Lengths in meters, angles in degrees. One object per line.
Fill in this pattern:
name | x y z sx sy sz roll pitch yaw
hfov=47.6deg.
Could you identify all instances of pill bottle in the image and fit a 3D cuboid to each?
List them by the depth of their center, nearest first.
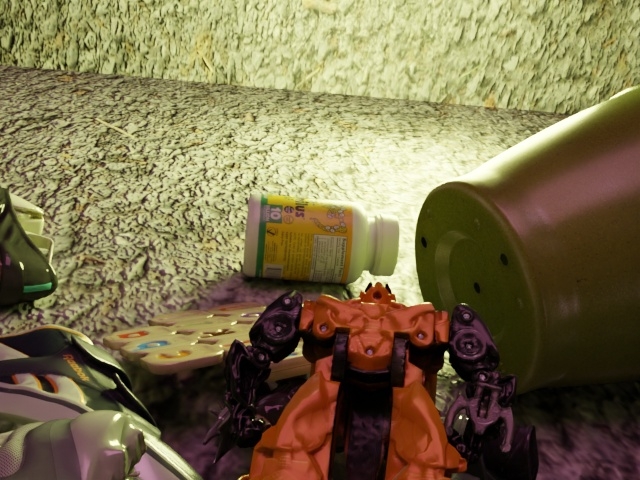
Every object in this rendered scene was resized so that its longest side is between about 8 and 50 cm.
pill bottle | 0.000 0.000 1.013 0.208 0.117 0.117 5 21 -5

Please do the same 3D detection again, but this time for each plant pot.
plant pot | 0.312 0.010 0.824 0.353 0.366 0.366 -14 27 -19

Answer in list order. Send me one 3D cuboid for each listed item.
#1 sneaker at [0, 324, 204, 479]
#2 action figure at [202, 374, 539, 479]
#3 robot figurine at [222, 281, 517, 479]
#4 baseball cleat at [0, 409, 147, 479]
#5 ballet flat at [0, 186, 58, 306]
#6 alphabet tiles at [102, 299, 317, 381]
sneaker | -0.193 0.145 0.576 0.321 0.126 0.127 15 29 26
action figure | 0.027 0.179 0.607 0.285 0.099 0.185 13 29 26
robot figurine | 0.025 0.156 0.495 0.211 0.085 0.291 5 49 8
baseball cleat | -0.141 0.147 0.308 0.109 0.072 0.206 -4 17 3
ballet flat | -0.407 -0.001 0.950 0.096 0.095 0.280 3 30 -36
alphabet tiles | -0.069 0.099 0.761 0.278 0.021 0.284 -6 7 -33
